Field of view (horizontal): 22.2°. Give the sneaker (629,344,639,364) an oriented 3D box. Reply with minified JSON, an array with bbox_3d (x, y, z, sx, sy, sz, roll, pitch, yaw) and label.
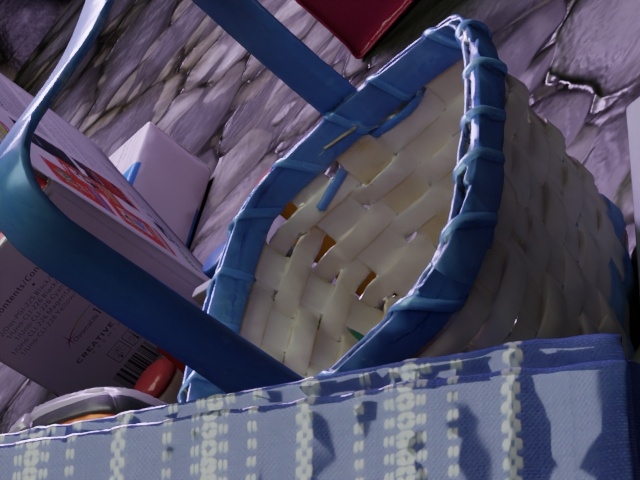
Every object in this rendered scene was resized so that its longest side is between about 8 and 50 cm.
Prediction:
[{"bbox_3d":[0.197,0.024,0.516,0.147,0.104,0.296,-61,17,-14],"label":"sneaker"}]

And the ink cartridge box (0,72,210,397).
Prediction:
[{"bbox_3d":[-0.242,-0.031,1.214,0.130,0.272,0.309,-49,39,3],"label":"ink cartridge box"}]

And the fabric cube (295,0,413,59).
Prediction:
[{"bbox_3d":[0.017,-0.359,1.393,0.254,0.259,0.258,-45,22,14],"label":"fabric cube"}]

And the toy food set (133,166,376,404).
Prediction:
[{"bbox_3d":[-0.064,0.051,1.050,0.232,0.104,0.111,-30,28,45],"label":"toy food set"}]

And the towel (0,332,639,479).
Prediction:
[{"bbox_3d":[-0.041,0.169,0.535,0.336,0.040,0.243,-11,64,21],"label":"towel"}]

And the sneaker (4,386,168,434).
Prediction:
[{"bbox_3d":[-0.186,0.238,0.998,0.321,0.125,0.180,-48,25,30],"label":"sneaker"}]

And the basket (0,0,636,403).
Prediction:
[{"bbox_3d":[0.000,0.000,0.718,0.201,0.289,0.254,-37,21,29],"label":"basket"}]

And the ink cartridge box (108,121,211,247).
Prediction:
[{"bbox_3d":[-0.197,0.005,1.468,0.191,0.082,0.139,-36,25,31],"label":"ink cartridge box"}]

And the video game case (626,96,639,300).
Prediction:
[{"bbox_3d":[0.228,-0.068,0.742,0.212,0.023,0.193,-39,22,29],"label":"video game case"}]
